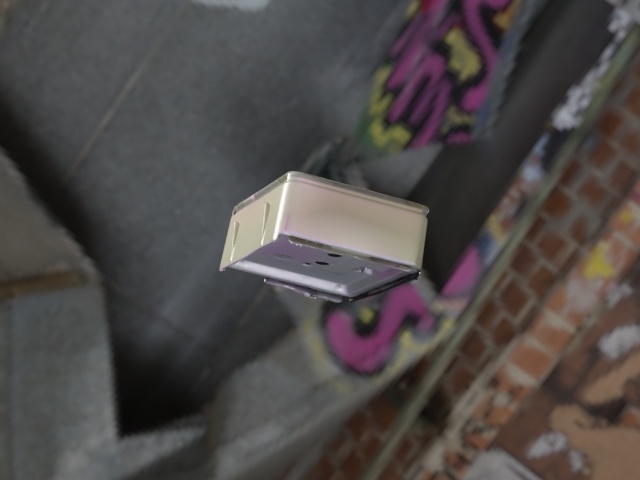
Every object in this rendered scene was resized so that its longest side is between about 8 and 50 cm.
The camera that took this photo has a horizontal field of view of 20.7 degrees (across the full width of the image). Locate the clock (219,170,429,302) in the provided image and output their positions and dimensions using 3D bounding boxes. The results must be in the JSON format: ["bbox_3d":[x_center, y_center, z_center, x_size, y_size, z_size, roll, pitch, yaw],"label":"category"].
[{"bbox_3d":[0.000,0.000,1.641,0.147,0.071,0.192,14,166,-16],"label":"clock"}]
